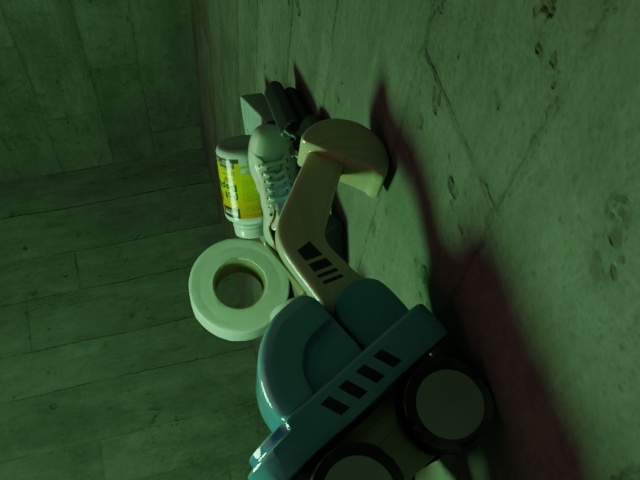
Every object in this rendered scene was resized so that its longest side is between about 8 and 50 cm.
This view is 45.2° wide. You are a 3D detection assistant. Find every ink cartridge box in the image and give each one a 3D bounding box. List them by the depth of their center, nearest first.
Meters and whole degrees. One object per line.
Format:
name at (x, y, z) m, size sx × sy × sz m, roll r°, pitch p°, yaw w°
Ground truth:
ink cartridge box at (-0.106, -0.157, 1.833) m, size 0.330 × 0.072 × 0.324 m, roll -129°, pitch 30°, yaw -59°

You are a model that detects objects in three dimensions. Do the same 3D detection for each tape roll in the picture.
tape roll at (-0.230, 0.138, 2.190) m, size 0.100 × 0.286 × 0.286 m, roll 104°, pitch 152°, yaw -66°

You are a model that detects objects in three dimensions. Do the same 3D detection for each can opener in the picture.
can opener at (-0.036, -0.227, 1.467) m, size 0.093 × 0.074 × 0.280 m, roll -56°, pitch 36°, yaw 23°

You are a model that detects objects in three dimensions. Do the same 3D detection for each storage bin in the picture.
storage bin at (0.000, 0.000, 1.451) m, size 0.091 × 0.098 × 0.135 m, roll 30°, pitch 137°, yaw 37°

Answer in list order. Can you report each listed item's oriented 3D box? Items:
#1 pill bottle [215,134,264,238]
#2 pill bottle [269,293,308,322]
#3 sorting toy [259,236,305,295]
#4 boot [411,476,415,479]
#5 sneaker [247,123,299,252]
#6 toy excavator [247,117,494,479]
pill bottle at (-0.162, -0.117, 1.703) m, size 0.117 × 0.117 × 0.214 m, roll -122°, pitch 24°, yaw -60°
pill bottle at (0.017, 0.268, 1.354) m, size 0.188 × 0.188 × 0.333 m, roll 101°, pitch 154°, yaw -62°
sorting toy at (-0.112, 0.023, 1.975) m, size 0.208 × 0.038 × 0.193 m, roll 57°, pitch 178°, yaw -33°
boot at (0.148, 0.380, 1.067) m, size 0.208 × 0.190 × 0.076 m, roll 42°, pitch 134°, yaw 24°
sneaker at (-0.078, -0.098, 1.607) m, size 0.123 × 0.106 × 0.290 m, roll -128°, pitch 25°, yaw -59°
toy excavator at (0.021, 0.099, 0.993) m, size 0.445 × 0.433 × 0.222 m, roll 46°, pitch 161°, yaw 11°
